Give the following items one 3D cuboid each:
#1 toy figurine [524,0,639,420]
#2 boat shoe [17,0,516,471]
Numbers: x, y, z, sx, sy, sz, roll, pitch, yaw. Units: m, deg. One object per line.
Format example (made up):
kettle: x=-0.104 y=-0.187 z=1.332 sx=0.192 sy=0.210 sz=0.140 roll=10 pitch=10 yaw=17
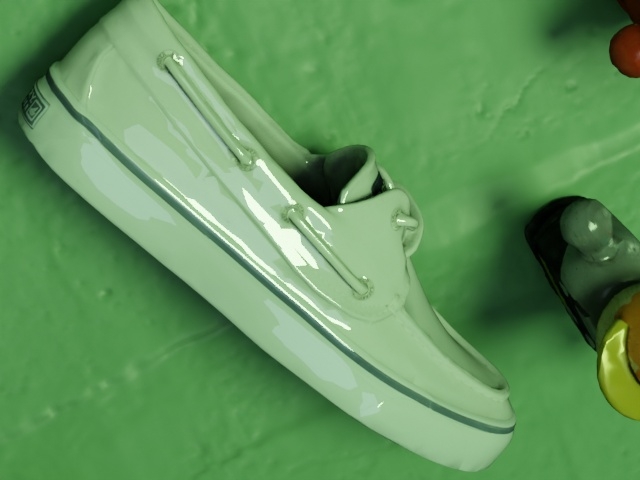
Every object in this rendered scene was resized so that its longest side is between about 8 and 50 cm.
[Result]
toy figurine: x=0.207 y=-0.020 z=0.688 sx=0.213 sy=0.148 sz=0.209 roll=14 pitch=107 yaw=-17
boat shoe: x=0.000 y=0.000 z=0.679 sx=0.258 sy=0.095 sz=0.084 roll=38 pitch=103 yaw=-23
